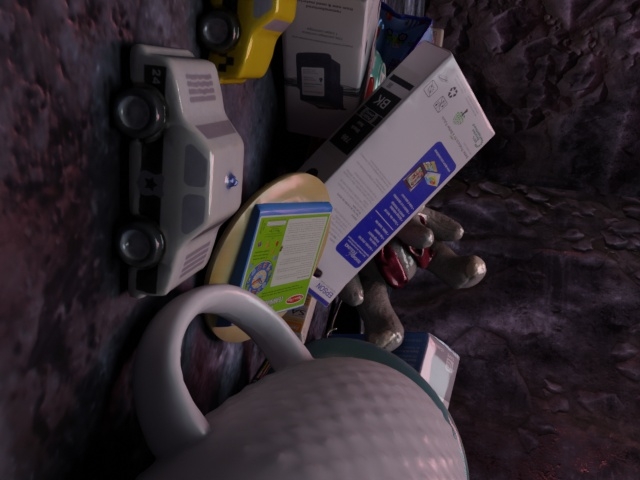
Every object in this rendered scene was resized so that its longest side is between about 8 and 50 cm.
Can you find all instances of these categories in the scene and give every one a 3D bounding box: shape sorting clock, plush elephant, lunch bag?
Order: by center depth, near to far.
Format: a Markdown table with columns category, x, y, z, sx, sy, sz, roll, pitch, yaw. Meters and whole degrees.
| category | x | y | z | sx | sy | sz | roll | pitch | yaw |
| --- | --- | --- | --- | --- | --- | --- | --- | --- | --- |
| shape sorting clock | -0.055 | 0.020 | 0.706 | 0.206 | 0.040 | 0.206 | -40 | 143 | -40 |
| plush elephant | 0.124 | -0.026 | 1.106 | 0.330 | 0.271 | 0.255 | 55 | -15 | 25 |
| lunch bag | 0.123 | -0.327 | 1.355 | 0.221 | 0.138 | 0.293 | -26 | 140 | -77 |

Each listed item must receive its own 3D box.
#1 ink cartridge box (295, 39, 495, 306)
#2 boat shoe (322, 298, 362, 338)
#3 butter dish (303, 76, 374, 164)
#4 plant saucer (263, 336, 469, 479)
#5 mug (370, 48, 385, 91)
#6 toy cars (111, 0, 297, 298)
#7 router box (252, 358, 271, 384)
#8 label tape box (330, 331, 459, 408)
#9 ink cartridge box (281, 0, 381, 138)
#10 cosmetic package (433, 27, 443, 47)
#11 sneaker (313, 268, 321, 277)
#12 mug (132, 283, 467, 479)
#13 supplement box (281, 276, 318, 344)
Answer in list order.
| category | x | y | z | sx | sy | sz | roll | pitch | yaw |
| --- | --- | --- | --- | --- | --- | --- | --- | --- | --- |
| ink cartridge box | 0.067 | -0.078 | 0.823 | 0.333 | 0.065 | 0.165 | -46 | 136 | 0 |
| boat shoe | 0.053 | 0.225 | 1.396 | 0.079 | 0.095 | 0.255 | 87 | 14 | -49 |
| butter dish | 0.056 | -0.136 | 0.958 | 0.160 | 0.118 | 0.160 | -25 | -134 | 54 |
| plant saucer | 0.022 | 0.280 | 0.781 | 0.043 | 0.317 | 0.318 | -2 | 100 | -58 |
| mug | 0.053 | -0.267 | 1.036 | 0.158 | 0.097 | 0.129 | 87 | 16 | -45 |
| toy cars | -0.071 | -0.140 | 0.526 | 0.176 | 0.087 | 0.394 | 75 | 26 | -63 |
| router box | -0.038 | 0.196 | 0.922 | 0.122 | 0.092 | 0.038 | -52 | 148 | -68 |
| label tape box | 0.086 | 0.344 | 1.152 | 0.115 | 0.249 | 0.348 | 37 | 60 | -34 |
| ink cartridge box | 0.018 | -0.265 | 0.795 | 0.237 | 0.100 | 0.172 | 93 | 10 | -61 |
| cosmetic package | 0.213 | -0.378 | 1.613 | 0.113 | 0.160 | 0.310 | 56 | 44 | -74 |
| sneaker | 0.000 | 0.000 | 0.941 | 0.236 | 0.104 | 0.095 | 61 | 41 | -67 |
| mug | -0.028 | 0.209 | 0.559 | 0.374 | 0.276 | 0.328 | 59 | 25 | -2 |
| supplement box | -0.043 | 0.095 | 0.902 | 0.036 | 0.062 | 0.098 | 86 | 15 | -49 |
